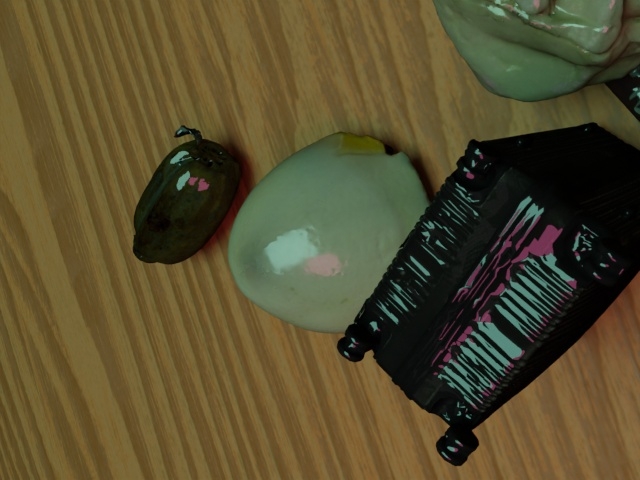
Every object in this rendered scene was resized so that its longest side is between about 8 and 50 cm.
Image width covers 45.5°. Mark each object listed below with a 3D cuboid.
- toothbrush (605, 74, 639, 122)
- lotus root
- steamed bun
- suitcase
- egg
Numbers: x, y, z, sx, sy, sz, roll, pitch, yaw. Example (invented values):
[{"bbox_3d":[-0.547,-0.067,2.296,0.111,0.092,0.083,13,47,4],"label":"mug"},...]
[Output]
[{"bbox_3d":[0.290,-0.196,0.788,0.041,0.041,0.364,-49,65,34],"label":"toothbrush"},{"bbox_3d":[-0.210,-0.055,1.180,0.241,0.123,0.124,-50,37,37],"label":"lotus root"},{"bbox_3d":[0.223,-0.293,0.696,0.275,0.206,0.320,28,99,36],"label":"steamed bun"},{"bbox_3d":[0.199,0.025,0.706,0.152,0.335,0.230,43,122,22],"label":"suitcase"},{"bbox_3d":[0.001,0.005,0.978,0.286,0.174,0.264,-21,87,37],"label":"egg"}]
